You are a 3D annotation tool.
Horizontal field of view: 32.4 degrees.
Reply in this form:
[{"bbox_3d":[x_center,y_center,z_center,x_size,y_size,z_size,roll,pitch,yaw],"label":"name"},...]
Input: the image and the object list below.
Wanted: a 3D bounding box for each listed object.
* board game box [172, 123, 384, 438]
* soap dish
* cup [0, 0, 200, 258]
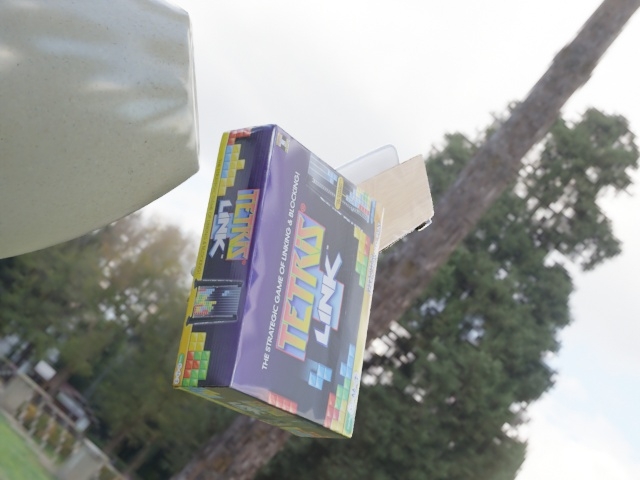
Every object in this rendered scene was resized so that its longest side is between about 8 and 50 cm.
[{"bbox_3d":[-0.021,0.031,0.717,0.048,0.170,0.141,-3,-22,32],"label":"board game box"},{"bbox_3d":[0.000,0.000,1.361,0.118,0.229,0.291,57,32,3],"label":"soap dish"},{"bbox_3d":[-0.247,-0.148,1.145,0.237,0.331,0.331,-3,-14,-4],"label":"cup"}]
